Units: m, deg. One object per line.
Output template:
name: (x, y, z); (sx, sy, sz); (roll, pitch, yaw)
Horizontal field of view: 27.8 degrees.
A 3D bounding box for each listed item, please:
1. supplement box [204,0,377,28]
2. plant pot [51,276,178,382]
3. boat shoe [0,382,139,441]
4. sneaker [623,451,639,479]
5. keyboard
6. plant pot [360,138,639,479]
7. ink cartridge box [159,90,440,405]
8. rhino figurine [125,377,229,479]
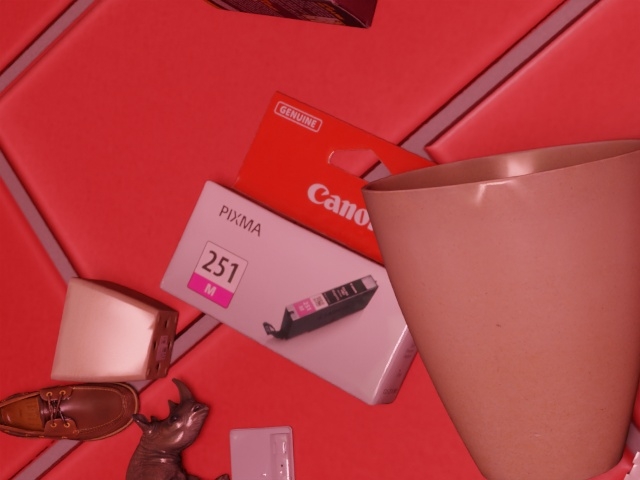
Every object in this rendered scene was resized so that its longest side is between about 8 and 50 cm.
supplement box: (-0.042, -0.280, 1.334); (0.188, 0.104, 0.081); (12, 88, 24)
plant pot: (-0.211, 0.101, 1.370); (0.096, 0.109, 0.109); (9, 88, 12)
boat shoe: (-0.283, 0.189, 1.410); (0.178, 0.060, 0.064); (-9, 80, 23)
sneaker: (0.335, 0.174, 1.127); (0.095, 0.090, 0.235); (29, 97, 15)
keyboard: (-0.056, 0.320, 1.321); (0.072, 0.014, 0.256); (-8, 80, 28)
plant pot: (0.185, 0.066, 1.137); (0.256, 0.256, 0.274); (-7, 98, 23)
ink cartridge box: (0.000, 0.000, 1.309); (0.275, 0.060, 0.239); (27, 96, 24)
rhino figurine: (-0.154, 0.264, 1.337); (0.106, 0.073, 0.243); (-4, 82, 21)
